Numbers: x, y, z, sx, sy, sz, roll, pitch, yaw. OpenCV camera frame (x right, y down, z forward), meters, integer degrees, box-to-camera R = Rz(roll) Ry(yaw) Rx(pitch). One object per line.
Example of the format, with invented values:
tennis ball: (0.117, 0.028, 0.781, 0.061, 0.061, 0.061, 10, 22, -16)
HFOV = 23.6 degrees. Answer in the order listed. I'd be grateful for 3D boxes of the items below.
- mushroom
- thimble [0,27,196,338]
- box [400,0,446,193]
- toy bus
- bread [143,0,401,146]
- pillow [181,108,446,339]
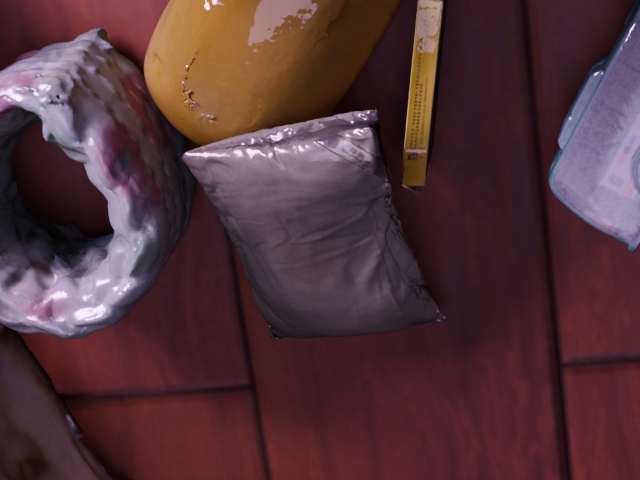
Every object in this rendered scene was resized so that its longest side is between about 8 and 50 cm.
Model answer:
mushroom: (-0.286, 0.200, 1.223, 0.173, 0.162, 0.236, -17, 125, 17)
thimble: (-0.192, -0.045, 1.138, 0.185, 0.149, 0.211, 9, 114, 5)
box: (0.076, -0.115, 1.116, 0.020, 0.073, 0.149, 6, 113, 5)
toy bus: (0.254, -0.123, 1.087, 0.109, 0.091, 0.261, 28, 113, 6)
bread: (-0.033, -0.156, 1.099, 0.147, 0.098, 0.217, 27, 115, -9)
pillow: (0.000, 0.000, 1.146, 0.148, 0.050, 0.229, -2, 137, 18)
